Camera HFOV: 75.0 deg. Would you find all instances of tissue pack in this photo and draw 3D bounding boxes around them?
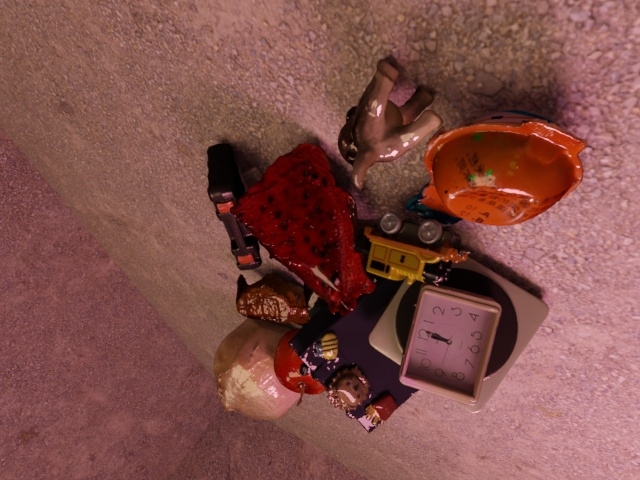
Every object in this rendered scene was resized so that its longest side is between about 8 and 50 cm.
[{"bbox_3d":[-0.154,-0.137,1.077,0.056,0.023,0.108,-6,126,48],"label":"tissue pack"}]

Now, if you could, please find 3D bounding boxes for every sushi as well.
[{"bbox_3d":[-0.148,0.194,1.373,0.296,0.179,0.167,-4,106,28],"label":"sushi"}]

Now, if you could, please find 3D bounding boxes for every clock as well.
[{"bbox_3d":[0.234,0.185,0.772,0.146,0.192,0.071,15,-177,13],"label":"clock"}]

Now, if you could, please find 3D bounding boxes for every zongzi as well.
[{"bbox_3d":[0.138,0.021,0.959,0.104,0.052,0.113,12,152,48],"label":"zongzi"}]

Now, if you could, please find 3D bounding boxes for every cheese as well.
[{"bbox_3d":[0.238,-0.087,0.630,0.216,0.129,0.329,21,163,-6],"label":"cheese"}]

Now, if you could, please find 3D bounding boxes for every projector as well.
[{"bbox_3d":[0.269,0.166,0.843,0.257,0.259,0.079,33,-171,11],"label":"projector"}]

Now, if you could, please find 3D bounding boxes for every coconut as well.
[{"bbox_3d":[-0.248,0.525,1.669,0.404,0.405,0.405,26,146,20],"label":"coconut"}]

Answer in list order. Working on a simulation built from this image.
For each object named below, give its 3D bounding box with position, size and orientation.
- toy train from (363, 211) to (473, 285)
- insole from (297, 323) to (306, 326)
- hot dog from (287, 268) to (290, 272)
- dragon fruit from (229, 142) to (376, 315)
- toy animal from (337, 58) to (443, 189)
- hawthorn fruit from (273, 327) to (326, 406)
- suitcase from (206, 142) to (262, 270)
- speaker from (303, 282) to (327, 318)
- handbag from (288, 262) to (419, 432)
[{"bbox_3d":[0.169,0.020,0.771,0.219,0.127,0.089,17,-175,39],"label":"toy train"},{"bbox_3d":[-0.033,0.279,1.480,0.327,0.007,0.111,-1,131,46],"label":"insole"},{"bbox_3d":[-0.030,0.028,1.090,0.053,0.099,0.192,21,152,-29],"label":"hot dog"},{"bbox_3d":[0.007,-0.007,0.929,0.329,0.228,0.286,40,169,13],"label":"dragon fruit"},{"bbox_3d":[0.096,-0.177,0.650,0.121,0.233,0.169,33,108,-9],"label":"toy animal"},{"bbox_3d":[-0.051,0.442,1.435,0.241,0.272,0.242,7,125,10],"label":"hawthorn fruit"},{"bbox_3d":[-0.219,-0.082,1.070,0.066,0.206,0.286,-13,135,-3],"label":"suitcase"},{"bbox_3d":[0.062,0.244,1.123,0.388,0.184,0.180,53,-176,-19],"label":"speaker"},{"bbox_3d":[0.127,0.253,0.974,0.303,0.329,0.122,52,169,-21],"label":"handbag"}]
